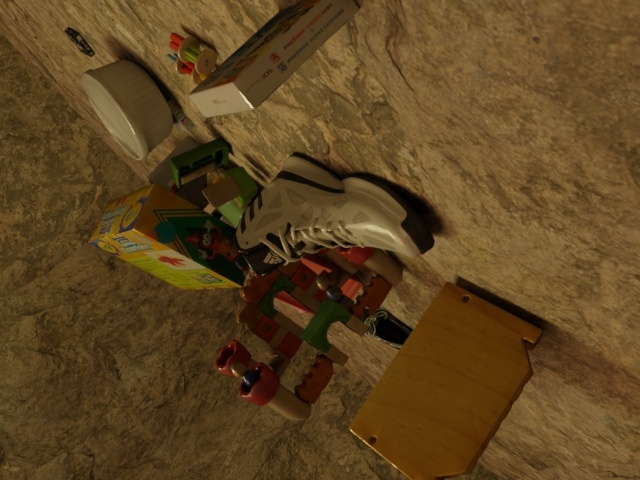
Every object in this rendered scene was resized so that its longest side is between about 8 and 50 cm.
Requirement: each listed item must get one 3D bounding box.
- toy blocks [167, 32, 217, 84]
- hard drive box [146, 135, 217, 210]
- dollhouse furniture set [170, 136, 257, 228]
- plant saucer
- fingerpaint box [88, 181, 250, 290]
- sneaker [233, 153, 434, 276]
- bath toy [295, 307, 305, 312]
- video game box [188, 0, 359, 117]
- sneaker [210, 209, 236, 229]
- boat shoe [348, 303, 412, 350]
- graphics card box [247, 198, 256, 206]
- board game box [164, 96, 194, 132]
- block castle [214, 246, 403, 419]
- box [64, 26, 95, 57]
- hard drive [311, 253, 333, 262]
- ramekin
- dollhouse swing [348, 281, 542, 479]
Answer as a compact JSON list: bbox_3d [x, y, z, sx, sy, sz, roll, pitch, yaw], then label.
[{"bbox_3d":[-0.261,-0.362,1.355,0.148,0.054,0.123,36,167,25],"label":"toy blocks"},{"bbox_3d":[-0.409,-0.182,2.120,0.089,0.181,0.232,37,167,21],"label":"hard drive box"},{"bbox_3d":[-0.287,-0.103,1.864,0.197,0.151,0.301,54,159,16],"label":"dollhouse furniture set"},{"bbox_3d":[-0.033,0.112,1.896,0.258,0.048,0.259,24,144,-2],"label":"plant saucer"},{"bbox_3d":[-0.462,0.003,2.127,0.371,0.163,0.445,31,159,-27],"label":"fingerpaint box"},{"bbox_3d":[0.000,0.001,1.324,0.447,0.257,0.169,26,160,50],"label":"sneaker"},{"bbox_3d":[-0.075,0.200,2.534,0.348,0.129,0.151,39,167,10],"label":"bath toy"},{"bbox_3d":[-0.069,-0.239,0.887,0.048,0.187,0.205,47,166,-23],"label":"video game box"},{"bbox_3d":[-0.314,-0.028,2.524,0.290,0.106,0.123,33,167,39],"label":"sneaker"},{"bbox_3d":[0.176,0.255,2.034,0.254,0.095,0.079,34,167,27],"label":"boat shoe"},{"bbox_3d":[-0.096,0.032,2.105,0.371,0.094,0.233,46,166,-26],"label":"graphics card box"},{"bbox_3d":[-0.423,-0.359,1.915,0.154,0.026,0.103,26,160,51],"label":"board game box"},{"bbox_3d":[-0.049,0.160,1.592,0.213,0.453,0.303,39,170,-21],"label":"block castle"},{"bbox_3d":[-0.715,-0.588,2.036,0.067,0.018,0.083,33,165,34],"label":"box"},{"bbox_3d":[-0.060,0.063,1.923,0.203,0.040,0.307,7,143,20],"label":"hard drive"},{"bbox_3d":[-0.510,-0.360,1.845,0.273,0.127,0.273,43,157,23],"label":"ramekin"},{"bbox_3d":[0.280,0.316,1.380,0.315,0.347,0.305,29,172,43],"label":"dollhouse swing"}]
